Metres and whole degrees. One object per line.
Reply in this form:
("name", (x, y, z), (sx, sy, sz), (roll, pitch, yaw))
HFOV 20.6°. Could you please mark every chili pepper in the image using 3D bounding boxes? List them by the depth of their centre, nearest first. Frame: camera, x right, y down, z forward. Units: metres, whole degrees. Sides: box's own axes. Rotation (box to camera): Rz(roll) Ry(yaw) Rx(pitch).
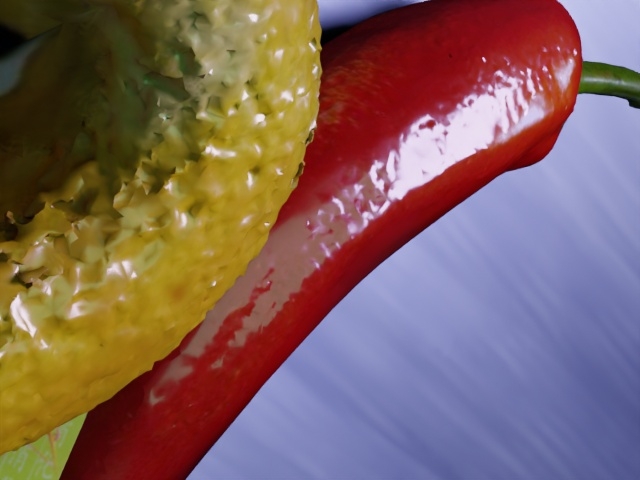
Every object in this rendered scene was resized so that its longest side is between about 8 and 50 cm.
("chili pepper", (-0.005, -0.001, 0.674), (0.368, 0.092, 0.137), (-39, 142, -20))

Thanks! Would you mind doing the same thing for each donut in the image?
("donut", (-0.107, -0.049, 0.454), (0.253, 0.118, 0.253), (-28, 136, -31))

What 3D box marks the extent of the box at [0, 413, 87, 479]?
("box", (-0.165, -0.027, 0.529), (0.260, 0.062, 0.175), (27, 83, -41))
